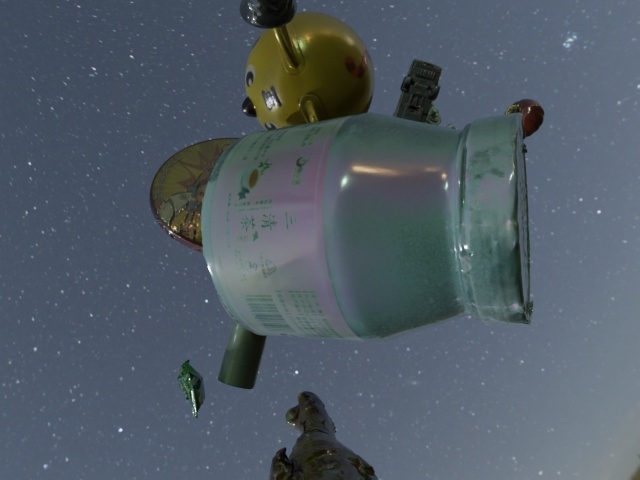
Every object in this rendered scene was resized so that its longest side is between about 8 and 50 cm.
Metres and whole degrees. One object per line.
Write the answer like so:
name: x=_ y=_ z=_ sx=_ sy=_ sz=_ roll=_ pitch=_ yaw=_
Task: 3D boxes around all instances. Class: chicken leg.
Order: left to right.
chicken leg: x=0.023 y=0.365 z=0.693 sx=0.140 sy=0.211 sz=0.361 roll=-40 pitch=-2 yaw=7

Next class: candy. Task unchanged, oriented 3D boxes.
candy: x=-0.416 y=0.472 z=1.481 sx=0.078 sy=0.203 sz=0.141 roll=-23 pitch=-82 yaw=-19

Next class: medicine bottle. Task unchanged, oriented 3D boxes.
medicine bottle: x=0.064 y=-0.014 z=0.485 sx=0.245 sy=0.290 sz=0.244 roll=14 pitch=-106 yaw=-63

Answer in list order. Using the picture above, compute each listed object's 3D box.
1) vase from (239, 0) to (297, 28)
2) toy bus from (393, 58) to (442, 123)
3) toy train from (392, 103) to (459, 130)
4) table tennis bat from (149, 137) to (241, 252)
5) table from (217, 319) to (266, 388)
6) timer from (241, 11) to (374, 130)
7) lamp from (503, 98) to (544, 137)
vase: x=-0.067 y=-0.360 z=0.511 sx=0.115 sy=0.115 sz=0.237 roll=-39 pitch=-19 yaw=-18
toy bus: x=0.215 y=-0.296 z=1.099 sx=0.106 sy=0.092 sz=0.267 roll=104 pitch=-176 yaw=-77
toy train: x=0.344 y=-0.299 z=1.497 sx=0.307 sy=0.174 sz=0.248 roll=36 pitch=-129 yaw=-23
table tennis bat: x=-0.110 y=-0.095 z=0.877 sx=0.416 sy=0.267 sz=0.051 roll=-7 pitch=-30 yaw=-17
table: x=-0.253 y=0.368 z=1.520 sx=0.126 sy=0.127 sz=0.219 roll=23 pitch=-103 yaw=-48
timer: x=-0.037 y=-0.398 z=1.155 sx=0.377 sy=0.387 sz=0.375 roll=2 pitch=-68 yaw=6
lamp: x=0.489 y=-0.293 z=1.103 sx=0.090 sy=0.101 sz=0.101 roll=22 pitch=-79 yaw=-27
